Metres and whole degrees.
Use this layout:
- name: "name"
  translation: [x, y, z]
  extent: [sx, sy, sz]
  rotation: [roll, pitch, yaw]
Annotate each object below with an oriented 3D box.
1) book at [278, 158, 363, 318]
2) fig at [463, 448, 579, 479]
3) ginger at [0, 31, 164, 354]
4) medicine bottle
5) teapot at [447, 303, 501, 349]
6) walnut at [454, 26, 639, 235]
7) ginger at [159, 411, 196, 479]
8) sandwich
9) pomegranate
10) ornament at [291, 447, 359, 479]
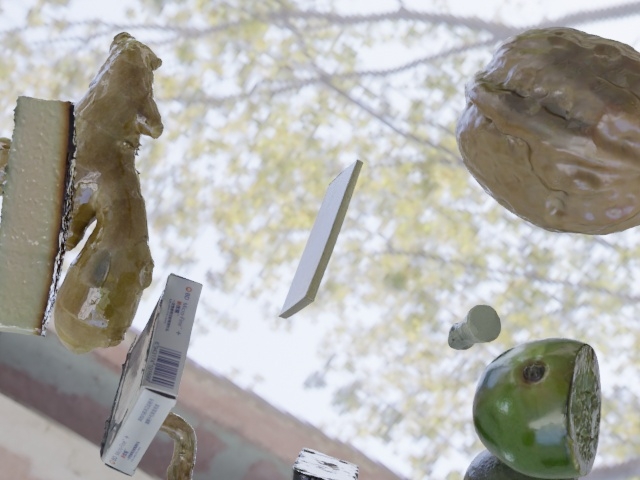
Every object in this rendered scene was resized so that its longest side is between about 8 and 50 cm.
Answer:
- name: "book"
  translation: [0.001, 0.000, 2.121]
  extent: [0.018, 0.241, 0.170]
  rotation: [23, 162, -10]
- name: "fig"
  translation: [0.317, 0.405, 2.055]
  extent: [0.195, 0.195, 0.245]
  rotation: [34, 175, -1]
- name: "ginger"
  translation: [-0.295, -0.077, 1.750]
  extent: [0.363, 0.348, 0.122]
  rotation: [47, 179, 22]
- name: "medicine bottle"
  translation: [-0.205, 0.161, 1.601]
  extent: [0.052, 0.201, 0.171]
  rotation: [19, -131, -12]
- name: "teapot"
  translation: [0.224, 0.129, 1.954]
  extent: [0.067, 0.083, 0.057]
  rotation: [-31, -94, -32]
- name: "walnut"
  translation: [0.239, -0.103, 1.273]
  extent: [0.245, 0.198, 0.198]
  rotation: [33, -161, 33]
- name: "ginger"
  translation: [-0.181, 0.361, 1.842]
  extent: [0.075, 0.089, 0.288]
  rotation: [-13, -102, -22]
- name: "sandwich"
  translation: [-0.236, -0.004, 1.109]
  extent: [0.058, 0.193, 0.162]
  rotation: [7, 164, -7]
- name: "pomegranate"
  translation: [0.300, 0.222, 1.835]
  extent: [0.159, 0.190, 0.241]
  rotation: [-1, -172, 29]
- name: "ornament"
  translation: [-0.037, 0.476, 2.148]
  extent: [0.106, 0.260, 0.251]
  rotation: [23, -176, 6]
